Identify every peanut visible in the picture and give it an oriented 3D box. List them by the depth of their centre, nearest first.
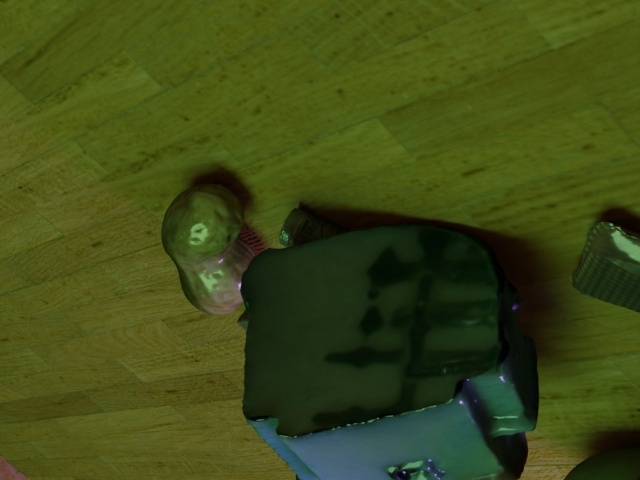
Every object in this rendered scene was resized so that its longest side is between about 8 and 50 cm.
[{"bbox_3d":[-0.132,0.010,1.620,0.103,0.098,0.229,-14,144,-1],"label":"peanut"}]

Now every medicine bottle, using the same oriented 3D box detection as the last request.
[{"bbox_3d":[0.000,0.000,1.518,0.083,0.047,0.047,25,151,14],"label":"medicine bottle"}]

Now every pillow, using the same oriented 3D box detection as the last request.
[{"bbox_3d":[0.341,0.052,1.265,0.211,0.034,0.135,25,150,12],"label":"pillow"}]

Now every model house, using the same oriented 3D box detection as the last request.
[{"bbox_3d":[0.102,0.178,1.468,0.294,0.252,0.329,-14,134,16],"label":"model house"}]

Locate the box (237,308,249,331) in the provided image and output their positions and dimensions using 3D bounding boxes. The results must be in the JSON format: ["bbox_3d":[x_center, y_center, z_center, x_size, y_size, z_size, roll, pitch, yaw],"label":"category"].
[{"bbox_3d":[-0.057,0.116,1.772,0.083,0.035,0.079,47,149,-24],"label":"box"}]

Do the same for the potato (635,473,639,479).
[{"bbox_3d":[0.370,0.354,1.398,0.191,0.296,0.141,10,-169,1],"label":"potato"}]

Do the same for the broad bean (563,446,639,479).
[{"bbox_3d":[0.410,0.338,1.549,0.291,0.119,0.238,17,142,23],"label":"broad bean"}]
